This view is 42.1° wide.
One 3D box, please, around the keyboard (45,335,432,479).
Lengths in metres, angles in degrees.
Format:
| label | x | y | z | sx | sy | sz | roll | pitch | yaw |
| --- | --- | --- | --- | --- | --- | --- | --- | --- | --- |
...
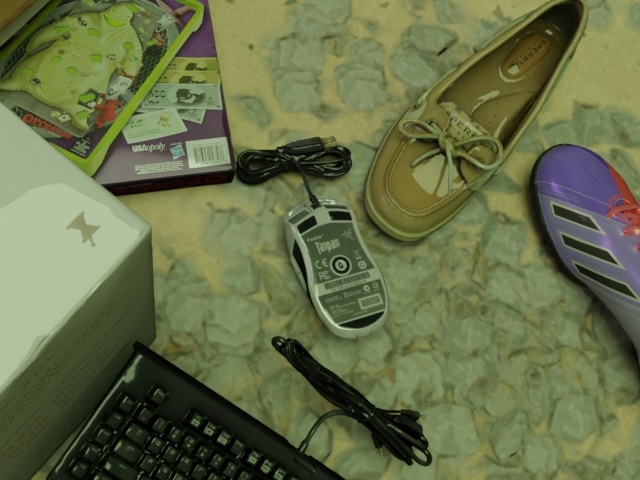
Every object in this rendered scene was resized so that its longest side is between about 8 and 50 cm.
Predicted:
| label | x | y | z | sx | sy | sz | roll | pitch | yaw |
| --- | --- | --- | --- | --- | --- | --- | --- | --- | --- |
| keyboard | -0.022 | 0.179 | 0.629 | 0.317 | 0.033 | 0.201 | 39 | 71 | -23 |

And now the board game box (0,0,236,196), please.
| label | x | y | z | sx | sy | sz | roll | pitch | yaw |
| --- | --- | --- | --- | --- | --- | --- | --- | --- | --- |
| board game box | -0.260 | -0.132 | 0.719 | 0.347 | 0.056 | 0.208 | -7 | 81 | -13 |

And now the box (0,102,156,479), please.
| label | x | y | z | sx | sy | sz | roll | pitch | yaw |
| --- | --- | --- | --- | --- | --- | --- | --- | --- | --- |
| box | -0.234 | 0.060 | 0.514 | 0.168 | 0.345 | 0.215 | 40 | 71 | 2 |

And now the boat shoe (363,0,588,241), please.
| label | x | y | z | sx | sy | sz | roll | pitch | yaw |
| --- | --- | --- | --- | --- | --- | --- | --- | --- | --- |
| boat shoe | 0.143 | -0.122 | 0.767 | 0.104 | 0.089 | 0.285 | 38 | 72 | 0 |

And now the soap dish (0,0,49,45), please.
| label | x | y | z | sx | sy | sz | roll | pitch | yaw |
| --- | --- | --- | --- | --- | --- | --- | --- | --- | --- |
| soap dish | -0.352 | -0.271 | 0.662 | 0.291 | 0.118 | 0.229 | 29 | 59 | 8 |

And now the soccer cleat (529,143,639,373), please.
| label | x | y | z | sx | sy | sz | roll | pitch | yaw |
| --- | --- | --- | --- | --- | --- | --- | --- | --- | --- |
| soccer cleat | 0.303 | 0.041 | 0.740 | 0.109 | 0.116 | 0.318 | -26 | 82 | -16 |

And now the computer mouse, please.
| label | x | y | z | sx | sy | sz | roll | pitch | yaw |
| --- | --- | --- | --- | --- | --- | --- | --- | --- | --- |
| computer mouse | 0.000 | 0.000 | 0.736 | 0.106 | 0.042 | 0.193 | -13 | 72 | -18 |
